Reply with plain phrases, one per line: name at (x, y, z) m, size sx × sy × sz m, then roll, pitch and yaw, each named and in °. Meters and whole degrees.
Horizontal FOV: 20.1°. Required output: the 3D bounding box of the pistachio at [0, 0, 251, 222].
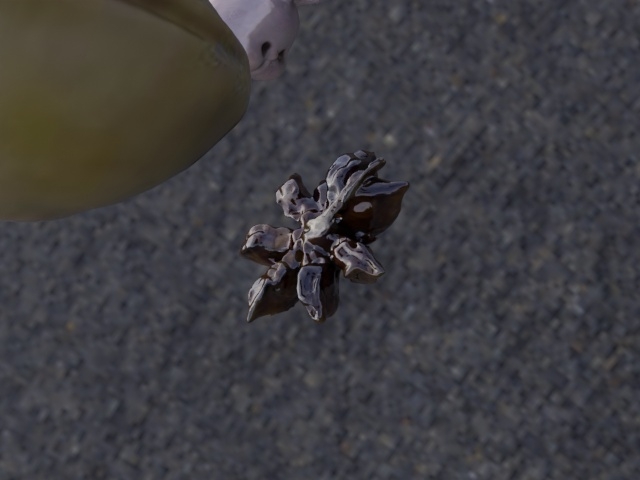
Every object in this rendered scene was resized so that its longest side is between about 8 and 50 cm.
pistachio at (-0.163, -0.097, 0.758) m, size 0.181 × 0.293 × 0.162 m, roll -7°, pitch 66°, yaw 55°

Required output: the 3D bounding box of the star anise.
star anise at (0.000, -0.001, 1.342) m, size 0.168 × 0.057 × 0.168 m, roll -35°, pitch 37°, yaw 31°

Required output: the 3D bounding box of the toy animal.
toy animal at (-0.064, -0.198, 1.670) m, size 0.213 × 0.124 × 0.124 m, roll -20°, pitch 47°, yaw 23°
